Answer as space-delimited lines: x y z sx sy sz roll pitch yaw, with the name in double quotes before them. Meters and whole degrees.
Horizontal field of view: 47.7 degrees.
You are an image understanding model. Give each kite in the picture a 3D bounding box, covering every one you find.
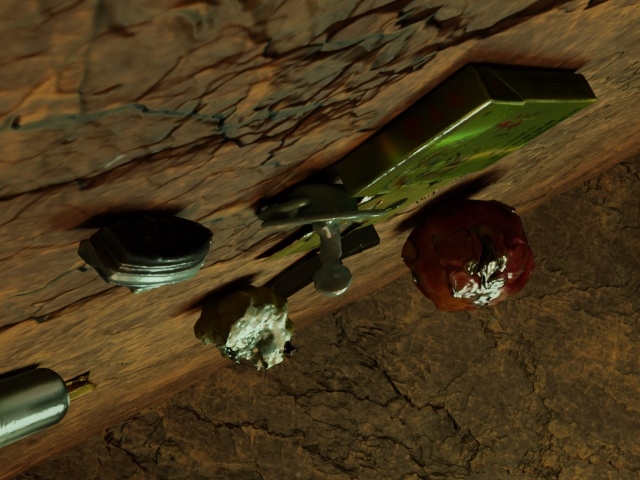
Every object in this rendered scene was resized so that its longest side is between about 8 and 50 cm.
"kite" 0.073 -0.038 1.040 0.377 0.013 0.327 -24 171 -18

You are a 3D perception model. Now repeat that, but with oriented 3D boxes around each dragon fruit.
"dragon fruit" 0.284 0.028 1.384 0.250 0.250 0.315 -30 156 15

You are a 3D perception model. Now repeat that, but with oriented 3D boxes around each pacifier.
"pacifier" 0.000 0.000 0.743 0.126 0.117 0.150 -3 -177 20

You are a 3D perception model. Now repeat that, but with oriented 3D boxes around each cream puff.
"cream puff" -0.121 0.125 1.115 0.156 0.156 0.121 104 7 -78

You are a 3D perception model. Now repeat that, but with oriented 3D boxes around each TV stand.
"TV stand" -0.005 0.044 1.170 0.049 0.040 0.256 -19 169 -45

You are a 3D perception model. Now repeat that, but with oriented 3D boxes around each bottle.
"bottle" -0.405 0.206 0.831 0.253 0.079 0.096 -12 124 -61

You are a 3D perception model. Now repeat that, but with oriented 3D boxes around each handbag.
"handbag" -0.412 0.247 1.190 0.083 0.027 0.061 -22 170 -26

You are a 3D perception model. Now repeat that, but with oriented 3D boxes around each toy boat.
"toy boat" -0.136 0.015 0.575 0.066 0.059 0.140 -44 167 22

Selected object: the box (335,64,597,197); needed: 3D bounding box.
"box" 0.169 -0.118 0.776 0.173 0.043 0.311 -33 169 36
